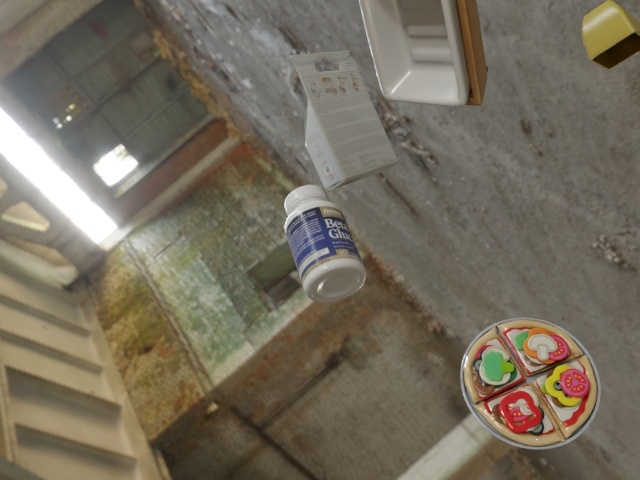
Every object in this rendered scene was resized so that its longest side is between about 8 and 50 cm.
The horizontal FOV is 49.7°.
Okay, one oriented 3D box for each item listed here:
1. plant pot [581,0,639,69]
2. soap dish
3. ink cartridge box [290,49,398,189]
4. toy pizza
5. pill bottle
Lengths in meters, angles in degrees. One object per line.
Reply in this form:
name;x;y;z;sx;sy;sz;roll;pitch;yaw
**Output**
plant pot;0.481;-0.346;1.140;0.081;0.081;0.083;3;-116;-46
soap dish;0.207;-0.414;1.359;0.229;0.118;0.291;15;136;40
ink cartridge box;0.033;-0.219;1.244;0.189;0.066;0.232;-24;-94;-50
toy pizza;0.309;0.203;1.015;0.201;0.201;0.032;48;166;27
pill bottle;0.000;0.000;1.033;0.094;0.094;0.169;55;-168;-53
